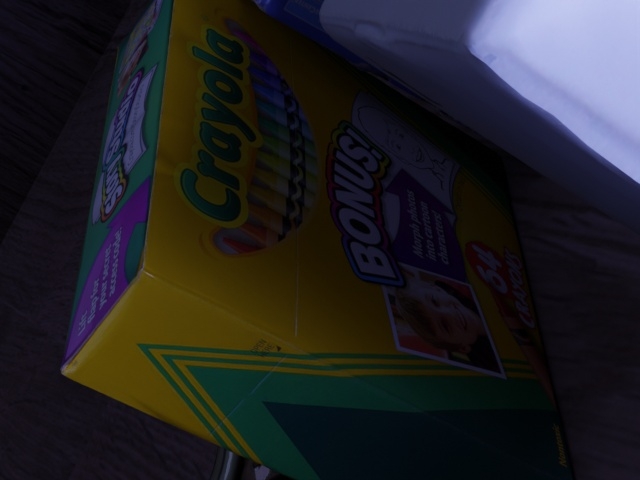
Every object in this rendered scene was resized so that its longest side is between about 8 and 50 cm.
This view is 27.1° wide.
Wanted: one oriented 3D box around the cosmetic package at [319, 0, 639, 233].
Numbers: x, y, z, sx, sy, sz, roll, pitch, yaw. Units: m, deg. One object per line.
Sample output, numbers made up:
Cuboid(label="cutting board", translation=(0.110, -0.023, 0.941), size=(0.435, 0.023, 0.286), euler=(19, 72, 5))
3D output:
Cuboid(label="cosmetic package", translation=(0.249, -0.162, 0.529), size=(0.393, 0.327, 0.329), euler=(-58, 12, 6))

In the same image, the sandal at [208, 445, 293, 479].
Cuboid(label="sandal", translation=(-0.033, 0.191, 1.055), size=(0.086, 0.120, 0.302), euler=(9, 71, 36))

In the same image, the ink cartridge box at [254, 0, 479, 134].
Cuboid(label="ink cartridge box", translation=(0.072, -0.216, 1.078), size=(0.151, 0.270, 0.395), euler=(-57, 24, 16))

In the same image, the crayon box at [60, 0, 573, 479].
Cuboid(label="crayon box", translation=(0.000, 0.000, 0.920), size=(0.106, 0.313, 0.363), euler=(-47, 27, 29))
